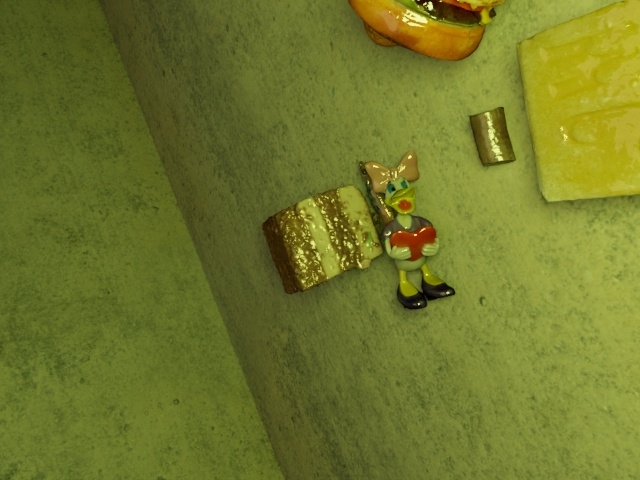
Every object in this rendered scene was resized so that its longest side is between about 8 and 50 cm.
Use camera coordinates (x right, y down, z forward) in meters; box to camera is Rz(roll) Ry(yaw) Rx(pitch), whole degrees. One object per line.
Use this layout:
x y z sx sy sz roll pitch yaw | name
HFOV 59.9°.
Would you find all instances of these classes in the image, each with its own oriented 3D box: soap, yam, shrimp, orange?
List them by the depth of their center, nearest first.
0.530 -0.248 1.002 0.293 0.156 0.335 -2 102 50 | soap
0.390 -0.234 1.263 0.084 0.084 0.127 -12 91 55 | yam
0.168 -0.559 1.406 0.135 0.117 0.136 14 109 47 | orange
0.155 -0.115 1.659 0.143 0.052 0.251 -16 90 60 | shrimp

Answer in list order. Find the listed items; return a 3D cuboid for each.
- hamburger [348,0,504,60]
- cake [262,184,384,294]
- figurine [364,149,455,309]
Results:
0.235 -0.548 1.143 0.330 0.330 0.250 52 138 28 | hamburger
0.000 0.000 1.690 0.282 0.290 0.256 -24 85 69 | cake
0.240 -0.020 1.505 0.193 0.154 0.421 -102 -2 -74 | figurine
